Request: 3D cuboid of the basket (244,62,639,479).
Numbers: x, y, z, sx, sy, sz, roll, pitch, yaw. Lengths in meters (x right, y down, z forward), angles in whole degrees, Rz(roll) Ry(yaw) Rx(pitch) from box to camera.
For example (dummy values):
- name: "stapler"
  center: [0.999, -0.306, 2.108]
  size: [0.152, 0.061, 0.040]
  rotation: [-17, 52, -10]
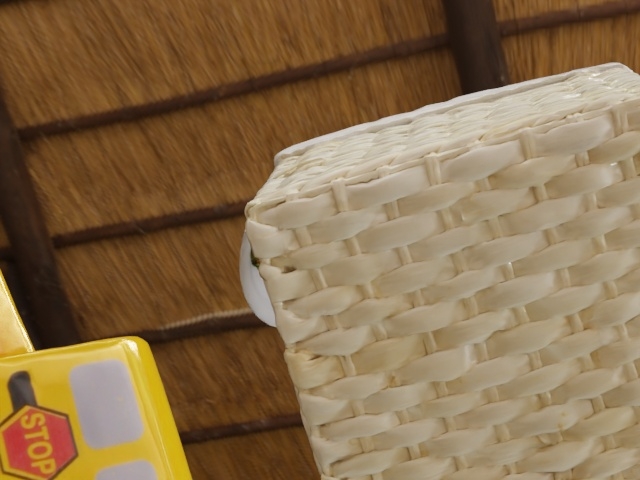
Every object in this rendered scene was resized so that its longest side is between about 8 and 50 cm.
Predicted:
- name: "basket"
  center: [0.144, 0.055, 0.870]
  size: [0.331, 0.266, 0.328]
  rotation: [-15, -80, 7]

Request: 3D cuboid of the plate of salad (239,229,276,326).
- name: "plate of salad"
  center: [0.000, 0.000, 1.102]
  size: [0.048, 0.200, 0.199]
  rotation: [24, -103, 39]

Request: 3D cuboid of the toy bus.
- name: "toy bus"
  center: [-0.113, 0.155, 0.455]
  size: [0.130, 0.108, 0.332]
  rotation: [-10, -114, -28]
